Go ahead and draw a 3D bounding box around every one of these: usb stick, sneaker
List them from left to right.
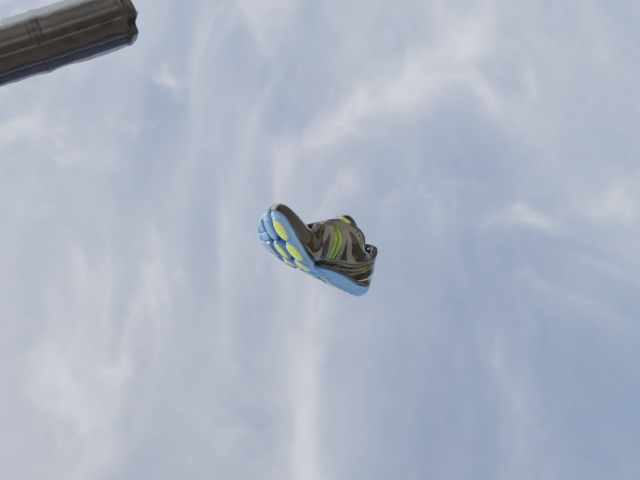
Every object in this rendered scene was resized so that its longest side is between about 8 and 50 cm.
[{"bbox_3d":[-0.279,-0.142,0.605,0.277,0.045,0.077,-21,-140,-9],"label":"usb stick"},{"bbox_3d":[0.000,0.000,0.828,0.188,0.067,0.078,31,-100,-48],"label":"sneaker"}]
